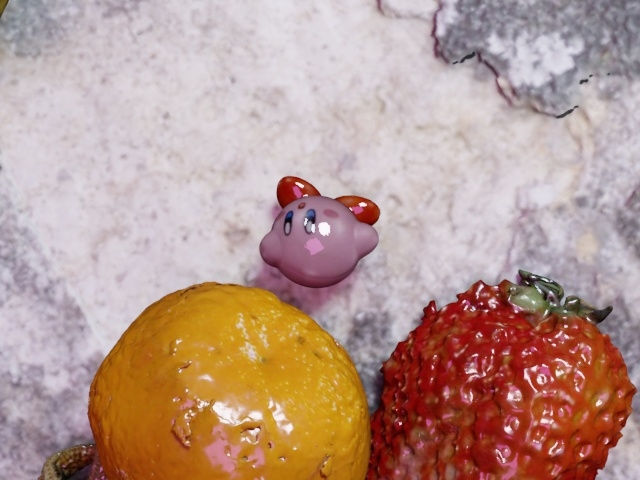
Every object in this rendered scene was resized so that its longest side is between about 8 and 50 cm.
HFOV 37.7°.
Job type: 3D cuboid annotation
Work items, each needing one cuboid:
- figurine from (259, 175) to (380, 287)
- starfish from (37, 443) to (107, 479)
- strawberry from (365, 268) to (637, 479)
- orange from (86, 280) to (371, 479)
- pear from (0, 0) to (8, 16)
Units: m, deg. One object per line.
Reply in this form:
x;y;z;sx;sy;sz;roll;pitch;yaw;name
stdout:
0.000;0.000;0.676;0.083;0.071;0.067;5;136;11;figurine
-0.143;0.206;0.700;0.146;0.074;0.189;11;92;9;starfish
0.118;0.137;0.657;0.175;0.107;0.235;24;95;3;strawberry
-0.060;0.123;0.632;0.193;0.193;0.161;33;118;1;orange
-0.297;-0.202;0.616;0.198;0.197;0.197;0;93;4;pear
